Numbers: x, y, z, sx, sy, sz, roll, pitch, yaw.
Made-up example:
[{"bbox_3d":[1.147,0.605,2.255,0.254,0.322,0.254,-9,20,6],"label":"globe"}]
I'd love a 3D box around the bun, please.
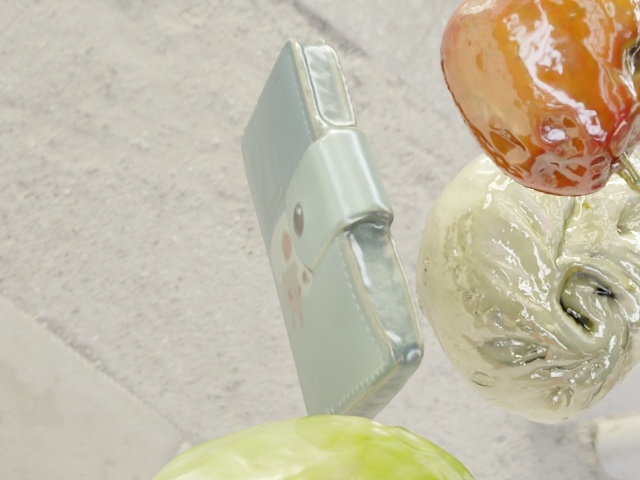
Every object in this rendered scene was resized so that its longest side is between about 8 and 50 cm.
[{"bbox_3d":[0.281,0.037,1.396,0.326,0.234,0.362,26,94,-9],"label":"bun"}]

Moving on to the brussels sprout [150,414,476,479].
[{"bbox_3d":[-0.004,0.270,0.866,0.328,0.328,0.247,-42,134,-35],"label":"brussels sprout"}]

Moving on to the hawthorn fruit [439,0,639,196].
[{"bbox_3d":[0.204,-0.070,0.793,0.165,0.165,0.285,-30,78,-35],"label":"hawthorn fruit"}]

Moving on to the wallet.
[{"bbox_3d":[0.000,0.000,1.096,0.083,0.252,0.360,-7,64,-19],"label":"wallet"}]
